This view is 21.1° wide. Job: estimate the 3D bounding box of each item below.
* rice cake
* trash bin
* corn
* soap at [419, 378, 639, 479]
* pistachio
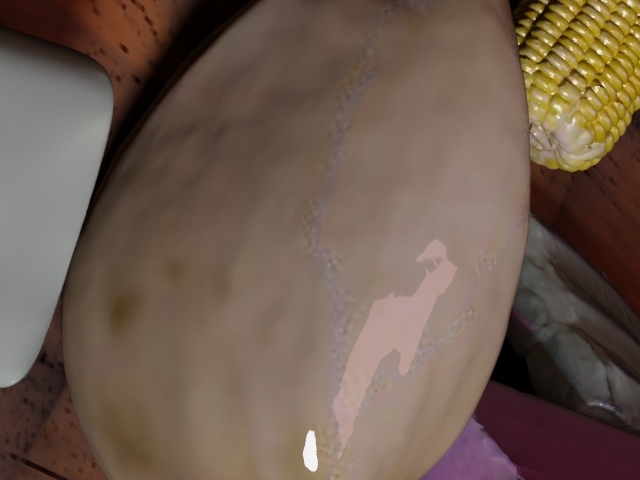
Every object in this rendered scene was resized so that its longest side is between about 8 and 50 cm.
[{"bbox_3d":[0.147,0.072,0.845,0.043,0.127,0.237,-31,145,14],"label":"rice cake"},{"bbox_3d":[-0.134,-0.015,0.504,0.130,0.059,0.116,11,100,-53],"label":"trash bin"},{"bbox_3d":[0.132,-0.112,0.777,0.085,0.063,0.165,34,76,-27],"label":"corn"},{"bbox_3d":[0.091,0.164,0.749,0.259,0.081,0.181,24,119,-41],"label":"soap"},{"bbox_3d":[0.000,0.000,0.613,0.153,0.138,0.238,32,79,-17],"label":"pistachio"}]
